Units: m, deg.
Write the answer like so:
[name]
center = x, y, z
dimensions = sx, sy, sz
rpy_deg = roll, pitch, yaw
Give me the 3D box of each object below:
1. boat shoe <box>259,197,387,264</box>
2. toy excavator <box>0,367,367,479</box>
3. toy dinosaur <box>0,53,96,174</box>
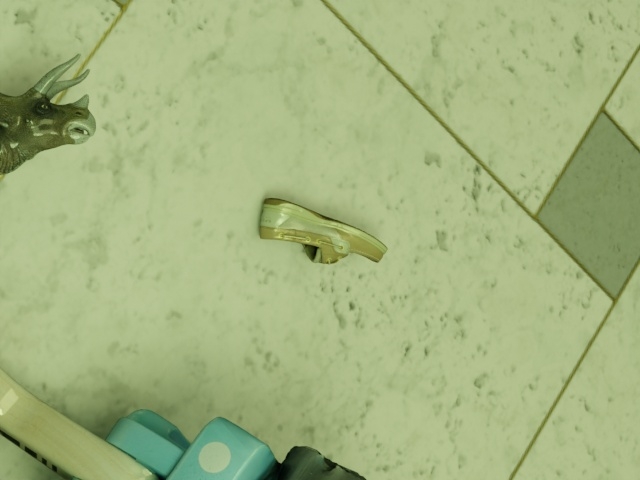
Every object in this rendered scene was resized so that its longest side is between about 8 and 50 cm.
[boat shoe]
center = 0.000, 0.000, 1.779
dimensions = 0.135, 0.050, 0.045
rpy_deg = 21, 84, -23
[toy excavator]
center = -0.179, 0.208, 1.580
dimensions = 0.222, 0.445, 0.433
rpy_deg = -56, 159, -17
[toy dinosaur]
center = -0.345, -0.082, 1.514
dimensions = 0.314, 0.121, 0.160
rpy_deg = 7, 78, -33
